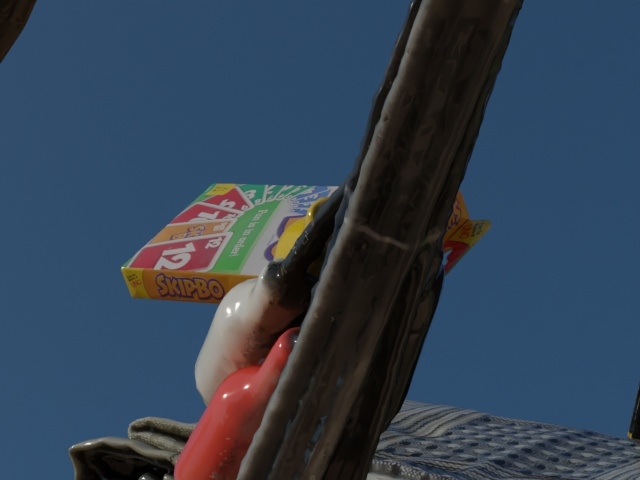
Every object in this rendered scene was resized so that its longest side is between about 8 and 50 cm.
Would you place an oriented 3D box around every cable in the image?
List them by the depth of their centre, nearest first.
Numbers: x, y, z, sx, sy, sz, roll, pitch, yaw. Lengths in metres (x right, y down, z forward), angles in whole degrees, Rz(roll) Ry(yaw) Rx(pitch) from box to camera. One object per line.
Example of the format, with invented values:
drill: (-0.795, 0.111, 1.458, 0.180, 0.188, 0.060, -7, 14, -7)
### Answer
cable: (0.000, 0.000, 0.539, 0.072, 0.139, 0.287, 21, -38, 7)

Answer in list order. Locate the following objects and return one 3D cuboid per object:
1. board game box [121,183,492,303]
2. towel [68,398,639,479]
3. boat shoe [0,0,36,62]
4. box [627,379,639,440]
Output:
board game box: (-0.012, 0.004, 1.380, 0.124, 0.259, 0.039, -45, -52, -41)
towel: (0.081, 0.123, 1.013, 0.324, 0.312, 0.056, 0, -82, -56)
boat shoe: (-0.143, -0.188, 0.917, 0.111, 0.104, 0.307, 29, -45, -31)
box: (0.385, 0.062, 1.218, 0.322, 0.257, 0.079, -47, -26, -36)
